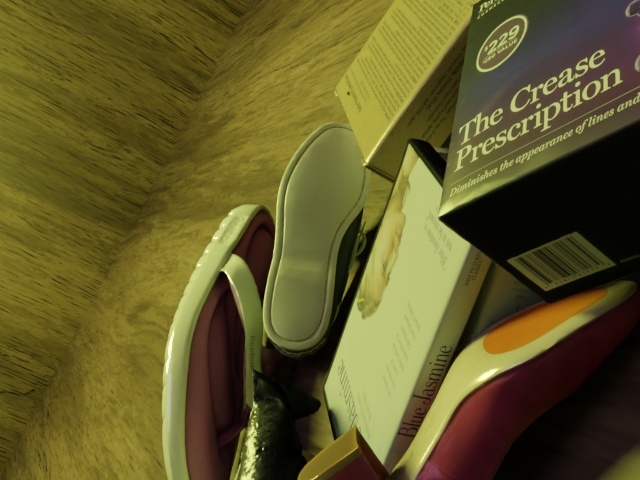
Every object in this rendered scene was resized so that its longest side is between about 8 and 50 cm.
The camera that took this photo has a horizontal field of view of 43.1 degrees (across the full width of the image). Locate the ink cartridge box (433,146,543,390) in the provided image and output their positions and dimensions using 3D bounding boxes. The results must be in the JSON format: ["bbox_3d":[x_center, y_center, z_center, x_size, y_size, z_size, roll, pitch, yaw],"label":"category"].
[{"bbox_3d":[0.099,0.056,0.627,0.189,0.066,0.232,-128,46,-69],"label":"ink cartridge box"}]

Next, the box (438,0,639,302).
[{"bbox_3d":[0.195,-0.102,0.405,0.261,0.103,0.184,-29,34,45],"label":"box"}]

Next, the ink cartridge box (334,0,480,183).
[{"bbox_3d":[0.113,-0.175,0.820,0.193,0.088,0.234,-55,21,21],"label":"ink cartridge box"}]

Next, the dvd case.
[{"bbox_3d":[0.057,0.066,0.621,0.180,0.022,0.253,-109,33,-63],"label":"dvd case"}]

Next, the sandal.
[{"bbox_3d":[-0.080,0.099,0.884,0.102,0.169,0.416,-8,42,14],"label":"sandal"}]

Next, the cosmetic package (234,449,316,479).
[{"bbox_3d":[-0.049,0.232,0.704,0.041,0.060,0.115,-18,48,60],"label":"cosmetic package"}]

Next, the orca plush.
[{"bbox_3d":[-0.015,0.243,0.609,0.151,0.102,0.287,80,-165,-44],"label":"orca plush"}]

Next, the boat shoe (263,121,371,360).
[{"bbox_3d":[0.000,0.000,0.849,0.079,0.095,0.254,84,-167,-70],"label":"boat shoe"}]

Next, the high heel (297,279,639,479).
[{"bbox_3d":[0.112,0.128,0.495,0.244,0.117,0.082,-37,6,4],"label":"high heel"}]
